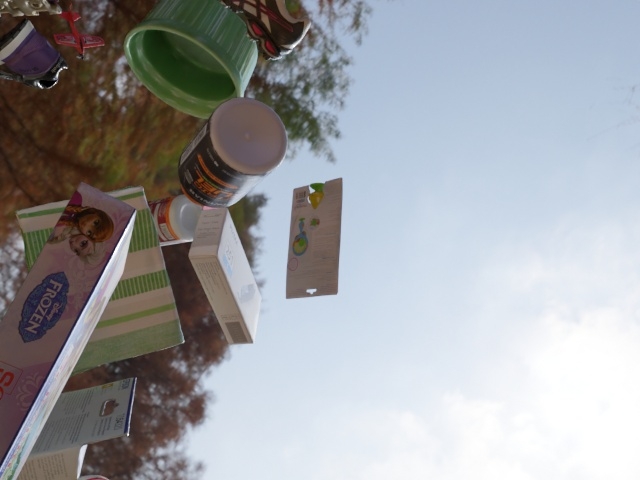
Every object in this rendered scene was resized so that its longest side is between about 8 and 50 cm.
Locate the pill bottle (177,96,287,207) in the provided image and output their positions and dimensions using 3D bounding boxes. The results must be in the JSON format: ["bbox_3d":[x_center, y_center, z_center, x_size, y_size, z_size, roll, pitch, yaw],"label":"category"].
[{"bbox_3d":[-0.159,-0.131,1.181,0.130,0.130,0.245,41,-28,-11],"label":"pill bottle"}]

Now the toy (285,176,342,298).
[{"bbox_3d":[0.000,0.000,1.442,0.137,0.237,0.056,-9,-15,40],"label":"toy"}]

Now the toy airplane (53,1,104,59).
[{"bbox_3d":[-0.649,-0.551,1.873,0.028,0.151,0.151,-12,-56,39],"label":"toy airplane"}]

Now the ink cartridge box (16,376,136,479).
[{"bbox_3d":[-0.493,0.351,1.256,0.324,0.330,0.071,-153,-126,-77],"label":"ink cartridge box"}]

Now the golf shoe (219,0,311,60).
[{"bbox_3d":[-0.138,-0.495,1.420,0.120,0.105,0.273,-37,-70,16],"label":"golf shoe"}]

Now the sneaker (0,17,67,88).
[{"bbox_3d":[-0.599,-0.344,1.421,0.124,0.107,0.283,42,-20,-31],"label":"sneaker"}]

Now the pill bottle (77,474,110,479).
[{"bbox_3d":[-0.406,0.613,1.433,0.318,0.176,0.176,11,-41,41],"label":"pill bottle"}]

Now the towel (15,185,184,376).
[{"bbox_3d":[-0.414,0.075,1.340,0.038,0.248,0.325,-164,-119,-69],"label":"towel"}]

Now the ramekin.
[{"bbox_3d":[-0.299,-0.446,1.698,0.303,0.148,0.303,19,-26,10],"label":"ramekin"}]

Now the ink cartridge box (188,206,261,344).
[{"bbox_3d":[-0.196,0.039,1.558,0.066,0.261,0.296,-5,-45,9],"label":"ink cartridge box"}]

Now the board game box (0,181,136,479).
[{"bbox_3d":[-0.311,0.129,0.785,0.066,0.319,0.318,27,-20,-10],"label":"board game box"}]

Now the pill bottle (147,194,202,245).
[{"bbox_3d":[-0.419,-0.045,1.838,0.221,0.121,0.121,-8,-52,31],"label":"pill bottle"}]

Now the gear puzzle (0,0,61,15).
[{"bbox_3d":[-0.619,-0.517,1.295,0.175,0.044,0.339,-2,-14,3],"label":"gear puzzle"}]
